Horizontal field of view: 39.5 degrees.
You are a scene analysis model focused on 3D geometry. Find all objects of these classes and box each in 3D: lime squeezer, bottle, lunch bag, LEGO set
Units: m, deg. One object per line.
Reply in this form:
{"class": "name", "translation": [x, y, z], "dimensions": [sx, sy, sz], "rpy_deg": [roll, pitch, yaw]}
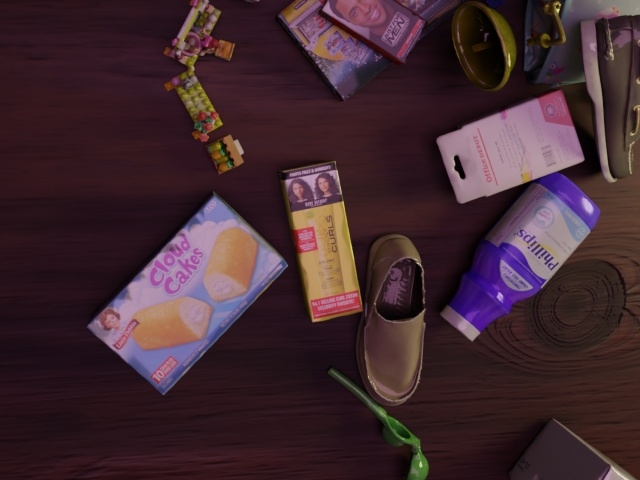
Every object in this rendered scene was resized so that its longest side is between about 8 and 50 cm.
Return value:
{"class": "lime squeezer", "translation": [0.108, 0.331, 1.413], "dimensions": [0.110, 0.059, 0.310], "rpy_deg": [-13, 101, 27]}
{"class": "bottle", "translation": [0.299, 0.029, 1.371], "dimensions": [0.118, 0.092, 0.283], "rpy_deg": [41, 90, -12]}
{"class": "lunch bag", "translation": [0.425, -0.349, 1.305], "dimensions": [0.223, 0.160, 0.262], "rpy_deg": [-6, 132, -8]}
{"class": "LEGO set", "translation": [-0.161, -0.239, 1.265], "dimensions": [0.132, 0.107, 0.287], "rpy_deg": [6, 96, -9]}

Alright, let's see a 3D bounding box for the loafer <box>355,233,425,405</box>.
{"class": "loafer", "translation": [0.109, 0.127, 1.357], "dimensions": [0.102, 0.092, 0.269], "rpy_deg": [-2, 97, -7]}

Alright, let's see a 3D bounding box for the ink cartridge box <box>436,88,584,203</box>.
{"class": "ink cartridge box", "translation": [0.282, -0.142, 1.350], "dimensions": [0.198, 0.067, 0.115], "rpy_deg": [-20, 99, 5]}

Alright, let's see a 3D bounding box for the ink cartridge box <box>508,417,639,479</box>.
{"class": "ink cartridge box", "translation": [0.475, 0.438, 1.381], "dimensions": [0.306, 0.226, 0.131], "rpy_deg": [38, 91, -11]}

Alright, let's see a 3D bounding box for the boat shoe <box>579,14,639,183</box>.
{"class": "boat shoe", "translation": [0.438, -0.197, 1.290], "dimensions": [0.091, 0.109, 0.305], "rpy_deg": [-9, 139, 18]}

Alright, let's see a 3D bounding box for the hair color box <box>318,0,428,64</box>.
{"class": "hair color box", "translation": [0.075, -0.318, 1.274], "dimensions": [0.141, 0.043, 0.072], "rpy_deg": [30, 93, -10]}

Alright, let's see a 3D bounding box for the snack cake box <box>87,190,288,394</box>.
{"class": "snack cake box", "translation": [-0.195, 0.073, 1.310], "dimensions": [0.152, 0.089, 0.264], "rpy_deg": [44, 89, -12]}

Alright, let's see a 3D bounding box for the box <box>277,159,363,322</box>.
{"class": "box", "translation": [0.000, 0.000, 1.343], "dimensions": [0.087, 0.058, 0.232], "rpy_deg": [-11, 99, -7]}

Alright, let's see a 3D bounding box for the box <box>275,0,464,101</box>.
{"class": "box", "translation": [0.073, -0.340, 1.316], "dimensions": [0.233, 0.044, 0.159], "rpy_deg": [-39, 101, -2]}

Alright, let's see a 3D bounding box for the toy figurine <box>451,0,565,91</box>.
{"class": "toy figurine", "translation": [0.257, -0.414, 1.256], "dimensions": [0.217, 0.191, 0.363], "rpy_deg": [-26, 91, -46]}
